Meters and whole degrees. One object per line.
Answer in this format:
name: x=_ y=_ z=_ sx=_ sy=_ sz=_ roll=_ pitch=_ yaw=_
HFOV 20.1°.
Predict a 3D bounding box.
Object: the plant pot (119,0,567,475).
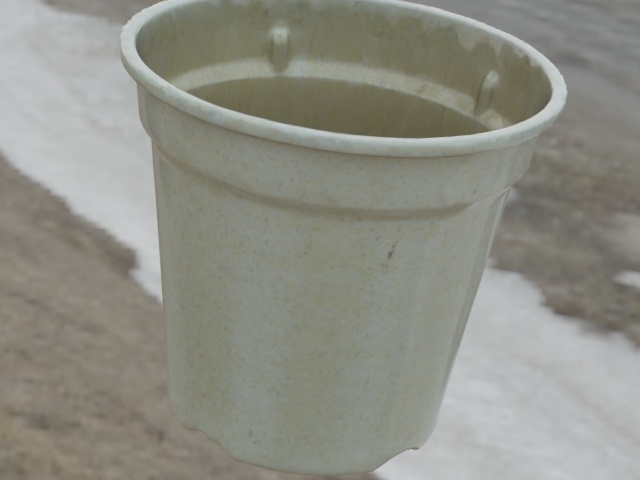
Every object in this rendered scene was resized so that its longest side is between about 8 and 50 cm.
plant pot: x=0.000 y=0.000 z=1.404 sx=0.334 sy=0.305 sz=0.334 roll=6 pitch=24 yaw=-3
